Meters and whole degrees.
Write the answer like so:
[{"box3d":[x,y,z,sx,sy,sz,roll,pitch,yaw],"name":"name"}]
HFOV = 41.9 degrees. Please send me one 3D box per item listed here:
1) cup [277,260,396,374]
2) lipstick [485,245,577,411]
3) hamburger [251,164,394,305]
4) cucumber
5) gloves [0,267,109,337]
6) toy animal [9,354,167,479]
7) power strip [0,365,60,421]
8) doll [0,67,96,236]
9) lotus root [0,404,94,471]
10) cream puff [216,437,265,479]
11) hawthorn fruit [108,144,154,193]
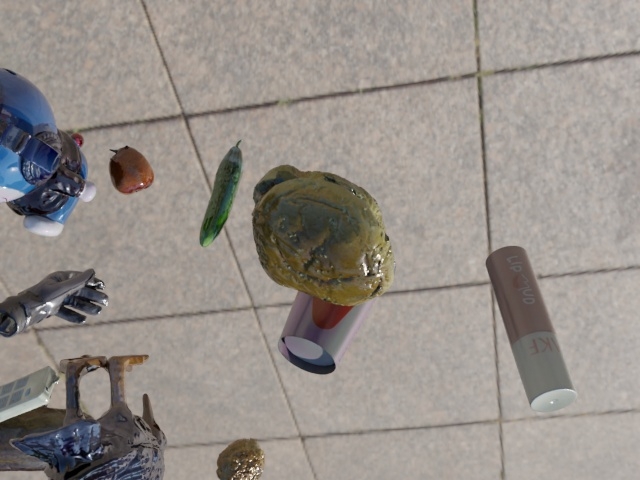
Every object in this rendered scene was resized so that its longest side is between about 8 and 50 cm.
[{"box3d":[0.026,0.135,1.815,0.203,0.288,0.203,18,145,13],"name":"cup"},{"box3d":[0.311,0.127,1.249,0.070,0.254,0.070,-6,142,-4],"name":"lipstick"},{"box3d":[-0.001,0.001,1.505,0.285,0.134,0.265,12,144,17],"name":"hamburger"},{"box3d":[-0.200,-0.102,1.742,0.056,0.250,0.056,14,165,4],"name":"cucumber"},{"box3d":[-0.593,0.131,1.855,0.285,0.119,0.142,-10,149,-51],"name":"gloves"},{"box3d":[-0.243,0.224,0.951,0.122,0.298,0.185,-5,90,2],"name":"toy animal"},{"box3d":[-0.615,0.319,1.697,0.192,0.081,0.035,-23,124,19],"name":"power strip"},{"box3d":[-0.550,-0.162,1.449,0.284,0.240,0.310,21,171,28],"name":"doll"},{"box3d":[-0.650,0.436,1.789,0.329,0.078,0.167,0,108,-16],"name":"lotus root"},{"box3d":[-0.200,0.578,2.137,0.126,0.103,0.144,-12,142,-34],"name":"cream puff"},{"box3d":[-0.362,-0.135,1.576,0.081,0.081,0.093,-18,97,17],"name":"hawthorn fruit"}]
